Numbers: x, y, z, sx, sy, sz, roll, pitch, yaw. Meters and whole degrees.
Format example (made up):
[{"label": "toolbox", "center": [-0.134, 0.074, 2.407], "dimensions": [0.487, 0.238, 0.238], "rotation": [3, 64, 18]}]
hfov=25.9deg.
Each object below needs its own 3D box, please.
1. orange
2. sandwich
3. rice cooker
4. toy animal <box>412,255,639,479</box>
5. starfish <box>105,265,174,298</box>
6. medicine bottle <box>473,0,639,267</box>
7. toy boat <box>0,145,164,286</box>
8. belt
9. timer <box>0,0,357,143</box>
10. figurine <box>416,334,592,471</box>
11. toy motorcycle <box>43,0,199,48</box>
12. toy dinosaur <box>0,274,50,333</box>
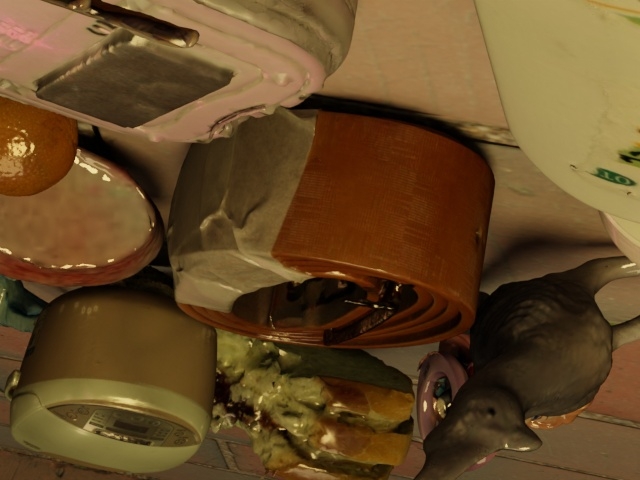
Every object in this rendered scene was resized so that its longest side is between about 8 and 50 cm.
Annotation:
[{"label": "orange", "center": [-0.184, -0.065, 0.826], "dimensions": [0.085, 0.085, 0.085], "rotation": [11, 163, 3]}, {"label": "sandwich", "center": [-0.070, 0.119, 1.193], "dimensions": [0.288, 0.100, 0.254], "rotation": [16, -174, -12]}, {"label": "rice cooker", "center": [-0.151, 0.102, 1.023], "dimensions": [0.145, 0.127, 0.206], "rotation": [18, 165, -19]}, {"label": "toy animal", "center": [0.153, 0.054, 0.889], "dimensions": [0.205, 0.081, 0.367], "rotation": [-20, -170, 9]}, {"label": "starfish", "center": [-0.125, 0.041, 1.119], "dimensions": [0.223, 0.050, 0.216], "rotation": [6, 171, 39]}, {"label": "medicine bottle", "center": [0.143, -0.076, 0.507], "dimensions": [0.161, 0.111, 0.296], "rotation": [7, 163, 15]}, {"label": "toy boat", "center": [-0.222, -0.021, 1.002], "dimensions": [0.206, 0.096, 0.282], "rotation": [12, 176, -13]}, {"label": "belt", "center": [0.000, 0.000, 0.860], "dimensions": [0.184, 0.105, 0.261], "rotation": [13, 166, -12]}, {"label": "timer", "center": [-0.096, -0.106, 0.645], "dimensions": [0.190, 0.069, 0.208], "rotation": [18, 161, -27]}, {"label": "figurine", "center": [0.149, 0.116, 1.151], "dimensions": [0.157, 0.126, 0.114], "rotation": [-19, -137, -36]}, {"label": "toy motorcycle", "center": [-0.218, -0.166, 0.427], "dimensions": [0.400, 0.134, 0.207], "rotation": [15, 163, -4]}, {"label": "toy dinosaur", "center": [-0.317, 0.035, 1.233], "dimensions": [0.329, 0.076, 0.144], "rotation": [16, 171, -37]}]
